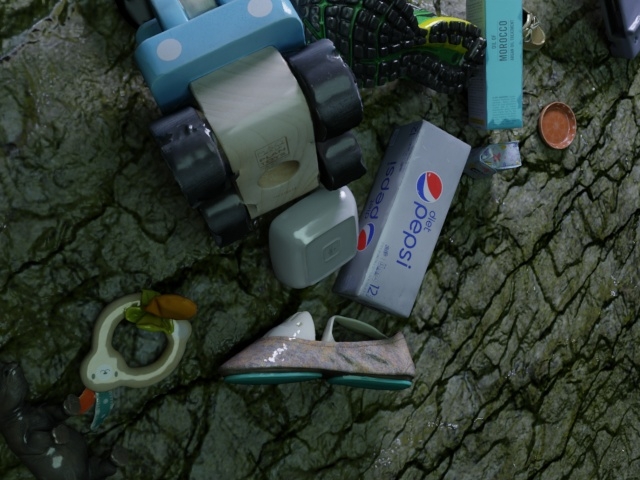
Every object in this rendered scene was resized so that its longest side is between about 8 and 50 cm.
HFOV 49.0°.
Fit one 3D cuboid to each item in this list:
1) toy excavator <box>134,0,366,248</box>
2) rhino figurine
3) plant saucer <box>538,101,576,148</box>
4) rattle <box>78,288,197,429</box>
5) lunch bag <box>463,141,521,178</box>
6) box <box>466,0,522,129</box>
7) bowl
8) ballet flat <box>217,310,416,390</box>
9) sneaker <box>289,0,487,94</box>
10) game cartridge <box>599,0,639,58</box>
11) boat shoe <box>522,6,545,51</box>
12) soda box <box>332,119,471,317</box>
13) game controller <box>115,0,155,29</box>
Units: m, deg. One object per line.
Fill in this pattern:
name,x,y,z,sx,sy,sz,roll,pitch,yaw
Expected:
toy excavator,-0.151,-0.269,0.827,0.222,0.433,0.445,-28,71,-7
rhino figurine,-0.340,0.234,0.859,0.243,0.106,0.073,55,29,-16
plant saucer,0.421,-0.205,1.253,0.084,0.013,0.083,-1,93,-26
rattle,-0.239,0.160,0.884,0.199,0.143,0.130,-47,126,-23
lunch bag,0.273,-0.131,1.153,0.083,0.071,0.053,-8,90,-27
box,0.273,-0.301,1.105,0.060,0.100,0.244,-5,104,-4
bowl,0.000,0.000,0.995,0.142,0.053,0.142,-32,142,-24
ballet flat,-0.003,0.161,1.028,0.316,0.108,0.106,10,68,-31
sneaker,0.074,-0.286,0.996,0.344,0.146,0.134,4,113,-42
game cartridge,0.550,-0.525,1.211,0.230,0.068,0.355,-49,133,-12
boat shoe,0.328,-0.373,1.183,0.153,0.048,0.056,33,78,-22
soda box,0.124,-0.033,1.073,0.098,0.091,0.286,24,81,-23
game controller,-0.225,-0.434,0.907,0.167,0.067,0.319,-24,101,-23
